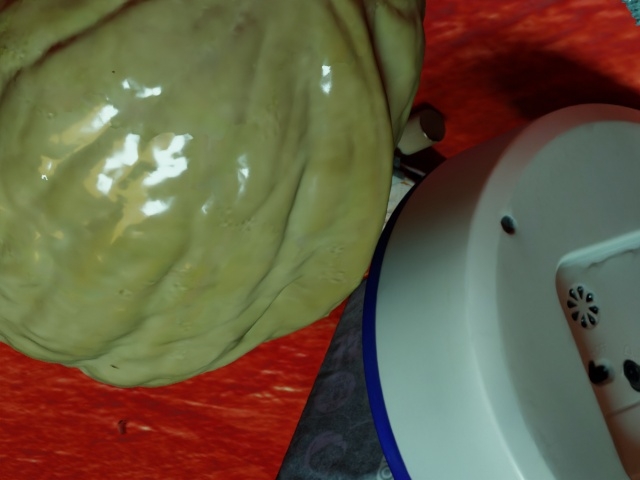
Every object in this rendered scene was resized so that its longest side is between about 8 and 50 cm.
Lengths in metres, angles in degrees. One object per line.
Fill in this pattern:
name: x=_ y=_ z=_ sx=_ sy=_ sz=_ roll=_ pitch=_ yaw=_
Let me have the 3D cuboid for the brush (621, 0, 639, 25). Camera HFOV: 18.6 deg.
brush: x=0.206 y=-0.114 z=0.763 sx=0.070 sy=0.021 sz=0.196 roll=39 pitch=142 yaw=-28

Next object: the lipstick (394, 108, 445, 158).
lipstick: x=0.025 y=-0.044 z=0.973 sx=0.019 sy=0.019 sz=0.094 roll=37 pitch=145 yaw=-27

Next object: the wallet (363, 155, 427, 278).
wallet: x=0.000 y=0.000 z=1.034 sx=0.103 sy=0.020 sz=0.196 roll=20 pitch=153 yaw=-41

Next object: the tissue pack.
tissue pack: x=0.050 y=0.084 z=1.029 sx=0.112 sy=0.156 sz=0.051 roll=-5 pitch=137 yaw=35

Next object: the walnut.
walnut: x=-0.066 y=-0.057 z=0.807 sx=0.225 sy=0.225 sz=0.261 roll=28 pitch=146 yaw=-14

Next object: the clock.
clock: x=0.129 y=0.057 z=0.867 sx=0.230 sy=0.230 sz=0.083 roll=35 pitch=146 yaw=-25
